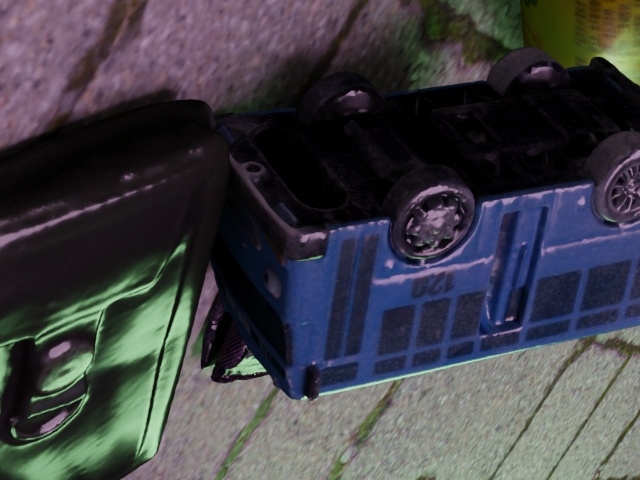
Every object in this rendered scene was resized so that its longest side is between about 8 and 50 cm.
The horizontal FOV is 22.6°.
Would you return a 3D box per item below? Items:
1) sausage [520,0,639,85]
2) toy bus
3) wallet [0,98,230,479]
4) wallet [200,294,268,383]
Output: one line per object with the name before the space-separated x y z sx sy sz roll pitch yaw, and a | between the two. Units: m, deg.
sausage | 0.178 -0.121 0.923 0.123 0.123 0.347 -46 153 -16
toy bus | 0.062 -0.007 0.789 0.234 0.116 0.133 -10 129 -24
wallet | -0.123 0.056 0.732 0.169 0.052 0.245 -27 146 -38
wallet | 0.001 0.001 0.884 0.111 0.030 0.166 -10 130 -54
